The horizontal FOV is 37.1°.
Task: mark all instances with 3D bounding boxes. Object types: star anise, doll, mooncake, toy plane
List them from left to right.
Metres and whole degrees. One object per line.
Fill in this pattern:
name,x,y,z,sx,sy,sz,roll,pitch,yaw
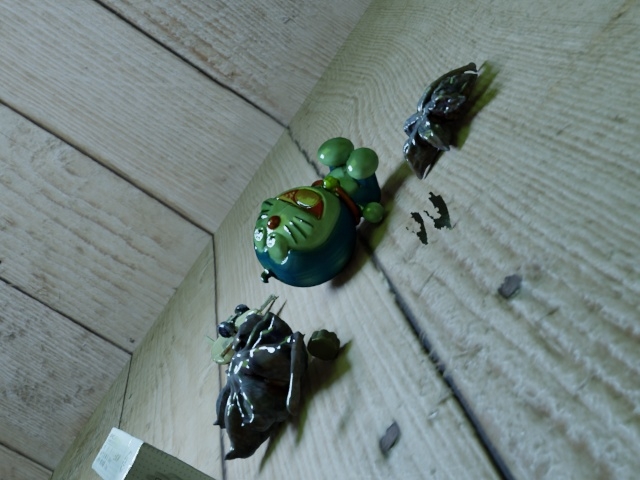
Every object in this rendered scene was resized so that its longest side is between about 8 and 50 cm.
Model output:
toy plane,-0.187,0.208,2.115,0.244,0.092,0.229,-39,7,44
star anise,-0.090,0.251,1.648,0.359,0.139,0.315,-94,23,-52
doll,-0.001,-0.035,1.838,0.322,0.186,0.198,-43,43,-12
mooncake,0.086,0.071,1.527,0.347,0.150,0.057,-35,30,20
star anise,0.215,-0.238,1.751,0.262,0.081,0.230,-64,5,-18

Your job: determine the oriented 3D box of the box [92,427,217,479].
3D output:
box,-0.272,0.426,1.678,0.095,0.210,0.330,-62,14,-14
